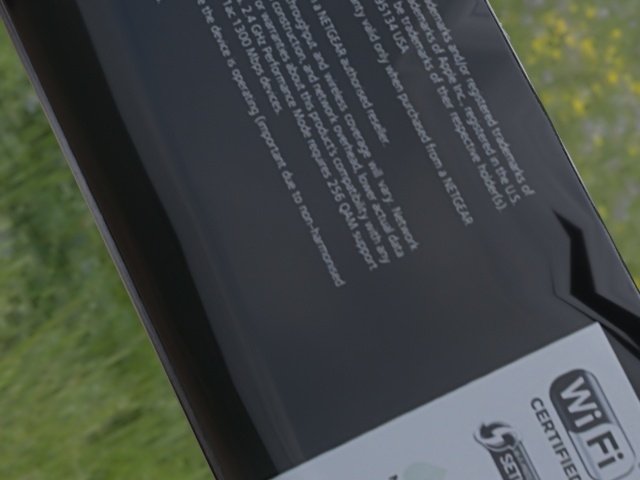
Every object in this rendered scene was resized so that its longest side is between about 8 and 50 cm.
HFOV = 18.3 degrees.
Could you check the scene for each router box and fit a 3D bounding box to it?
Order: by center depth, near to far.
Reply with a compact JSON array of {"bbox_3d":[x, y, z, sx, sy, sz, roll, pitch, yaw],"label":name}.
[{"bbox_3d":[0.000,0.000,0.447,0.243,0.081,0.309,77,-13,-78],"label":"router box"}]
